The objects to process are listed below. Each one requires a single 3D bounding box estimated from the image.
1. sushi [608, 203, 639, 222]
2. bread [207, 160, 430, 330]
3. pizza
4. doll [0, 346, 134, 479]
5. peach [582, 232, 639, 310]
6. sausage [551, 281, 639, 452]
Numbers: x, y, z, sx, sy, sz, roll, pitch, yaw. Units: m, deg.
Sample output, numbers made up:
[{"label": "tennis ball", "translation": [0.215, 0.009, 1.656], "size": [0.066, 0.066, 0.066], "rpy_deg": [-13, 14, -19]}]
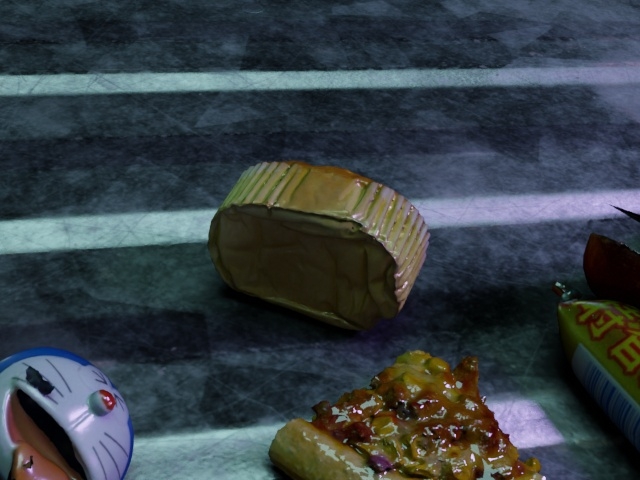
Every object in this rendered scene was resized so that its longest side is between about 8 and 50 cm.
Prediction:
[{"label": "sushi", "translation": [0.487, 0.048, 1.154], "size": [0.292, 0.059, 0.294], "rpy_deg": [23, 4, 29]}, {"label": "bread", "translation": [0.000, 0.000, 1.197], "size": [0.250, 0.179, 0.133], "rpy_deg": [10, 43, 16]}, {"label": "pizza", "translation": [0.101, 0.188, 1.040], "size": [0.289, 0.081, 0.229], "rpy_deg": [9, 36, 4]}, {"label": "doll", "translation": [-0.288, 0.201, 0.887], "size": [0.215, 0.161, 0.257], "rpy_deg": [46, 57, 3]}, {"label": "peach", "translation": [0.387, 0.063, 1.195], "size": [0.189, 0.068, 0.279], "rpy_deg": [32, 5, 39]}, {"label": "sausage", "translation": [0.360, 0.148, 1.113], "size": [0.125, 0.117, 0.317], "rpy_deg": [-2, 37, -28]}]
